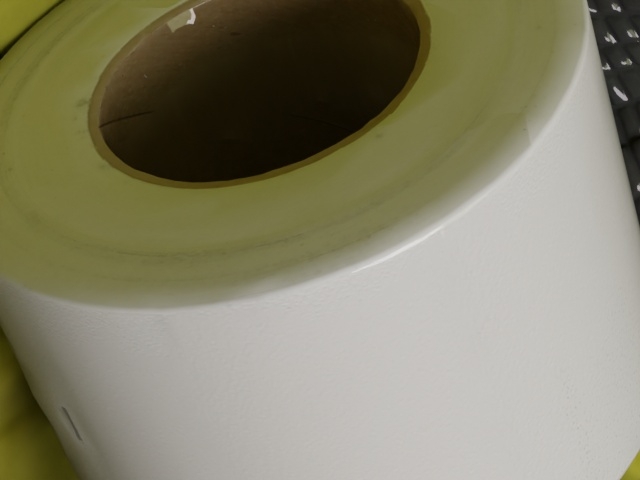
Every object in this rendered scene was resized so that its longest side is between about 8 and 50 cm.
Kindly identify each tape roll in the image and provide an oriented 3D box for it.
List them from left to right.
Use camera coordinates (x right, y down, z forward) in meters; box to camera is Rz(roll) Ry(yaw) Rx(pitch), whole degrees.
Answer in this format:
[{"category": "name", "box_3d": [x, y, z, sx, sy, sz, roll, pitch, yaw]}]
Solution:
[{"category": "tape roll", "box_3d": [0.000, 0.000, 0.741, 0.246, 0.246, 0.169, -45, 135, -28]}]

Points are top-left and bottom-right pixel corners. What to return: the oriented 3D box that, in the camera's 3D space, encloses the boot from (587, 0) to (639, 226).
[{"category": "boot", "box_3d": [0.188, -0.118, 1.022, 0.223, 0.118, 0.338, -20, 102, -70]}]
